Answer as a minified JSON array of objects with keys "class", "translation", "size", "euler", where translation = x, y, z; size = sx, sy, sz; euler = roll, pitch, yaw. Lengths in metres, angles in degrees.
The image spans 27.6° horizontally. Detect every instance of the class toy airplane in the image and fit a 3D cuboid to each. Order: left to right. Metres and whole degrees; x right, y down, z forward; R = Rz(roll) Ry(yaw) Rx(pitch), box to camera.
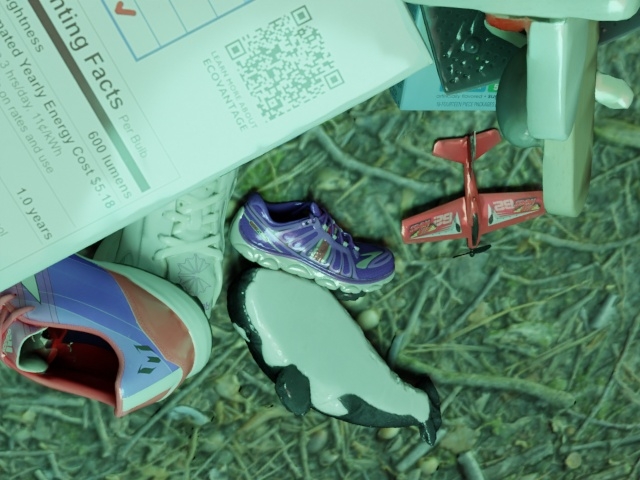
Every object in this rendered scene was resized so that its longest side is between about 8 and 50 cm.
[{"class":"toy airplane","translation":[0.143,-0.046,1.256],"size":[0.151,0.028,0.151],"euler":[-8,125,-12]},{"class":"toy airplane","translation":[0.170,-0.236,0.883],"size":[0.384,0.272,0.386],"euler":[25,91,-54]}]

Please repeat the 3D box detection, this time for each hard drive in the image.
[{"class":"hard drive","translation":[0.195,-0.237,1.071],"size":[0.254,0.054,0.172],"euler":[-22,121,-4]}]

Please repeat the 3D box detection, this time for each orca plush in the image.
[{"class":"orca plush","translation":[0.001,0.112,1.313],"size":[0.287,0.102,0.151],"euler":[22,71,-38]}]

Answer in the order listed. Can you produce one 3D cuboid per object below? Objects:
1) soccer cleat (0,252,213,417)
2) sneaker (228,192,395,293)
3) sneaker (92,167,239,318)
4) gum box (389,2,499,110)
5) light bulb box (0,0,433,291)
[{"class":"soccer cleat","translation":[-0.247,0.052,1.074],"size":[0.318,0.116,0.109],"euler":[20,123,21]},{"class":"sneaker","translation":[0.000,0.000,1.227],"size":[0.170,0.068,0.071],"euler":[16,112,-23]},{"class":"sneaker","translation":[-0.110,-0.020,1.125],"size":[0.114,0.152,0.305],"euler":[0,126,-29]},{"class":"gum box","translation":[0.152,-0.203,1.143],"size":[0.157,0.041,0.184],"euler":[-1,124,-15]},{"class":"light bulb box","translation":[-0.169,-0.209,0.891],"size":[0.361,0.225,0.358],"euler":[-27,110,4]}]
